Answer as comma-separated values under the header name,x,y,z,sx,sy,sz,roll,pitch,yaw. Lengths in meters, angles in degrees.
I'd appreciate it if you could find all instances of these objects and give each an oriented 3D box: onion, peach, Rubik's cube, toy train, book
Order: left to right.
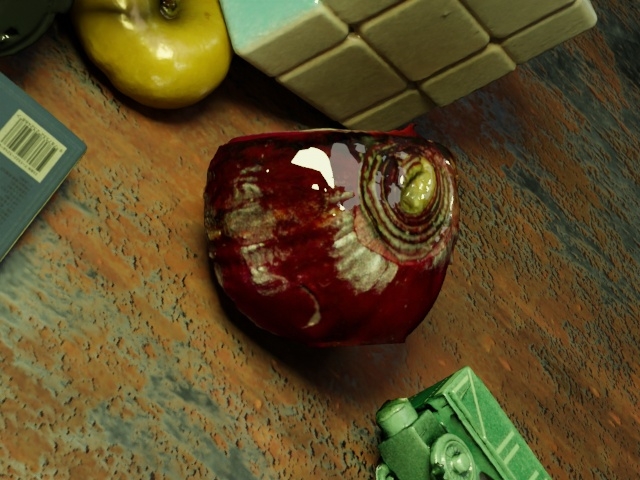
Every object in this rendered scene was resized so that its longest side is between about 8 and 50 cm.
name,x,y,z,sx,sy,sz,roll,pitch,yaw
book,-0.323,-0.047,0.870,0.191,0.025,0.269,41,49,-16
peach,-0.166,-0.216,1.112,0.179,0.103,0.179,30,41,-31
onion,-0.004,0.001,1.043,0.207,0.216,0.206,-3,87,-41
Rubik's cube,0.072,-0.345,1.211,0.319,0.316,0.322,26,44,-59
toy train,0.147,0.258,1.077,0.269,0.115,0.154,54,31,1

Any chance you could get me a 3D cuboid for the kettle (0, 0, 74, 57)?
name,x,y,z,sx,sy,sz,roll,pitch,yaw
kettle,-0.256,-0.334,0.997,0.308,0.262,0.203,-76,155,-46
